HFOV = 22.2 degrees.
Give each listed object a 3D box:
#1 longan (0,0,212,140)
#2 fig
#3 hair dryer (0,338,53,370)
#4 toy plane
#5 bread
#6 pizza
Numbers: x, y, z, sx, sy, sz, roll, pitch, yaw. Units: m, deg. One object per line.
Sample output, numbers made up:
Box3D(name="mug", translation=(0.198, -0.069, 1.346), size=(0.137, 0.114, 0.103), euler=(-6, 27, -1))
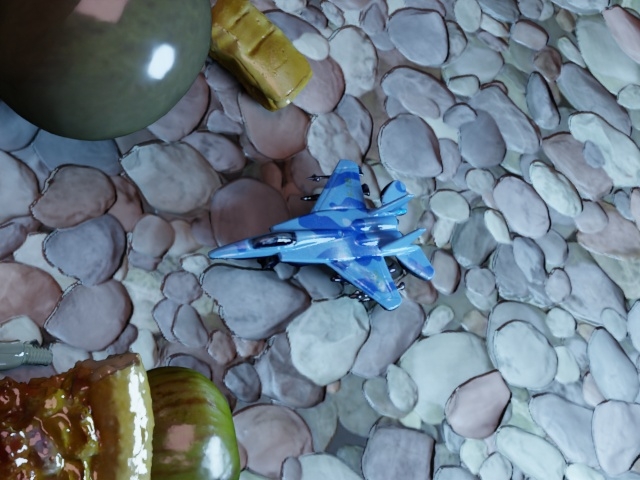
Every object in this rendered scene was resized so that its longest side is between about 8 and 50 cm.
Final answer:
Box3D(name="longan", translation=(-0.229, -0.215, 1.561), size=(0.248, 0.248, 0.248), euler=(10, 63, -20))
Box3D(name="fig", translation=(-0.196, 0.200, 1.427), size=(0.259, 0.151, 0.151), euler=(-12, 72, -25))
Box3D(name="hair dryer", translation=(-0.369, 0.136, 1.429), size=(0.225, 0.088, 0.219), euler=(35, 63, -25))
Box3D(name="toy plane", translation=(-0.003, 0.003, 1.648), size=(0.246, 0.078, 0.169), euler=(-11, 72, -22))
Box3D(name="bread", translation=(-0.070, -0.198, 1.722), size=(0.132, 0.053, 0.074), euler=(45, 57, -2))
Box3D(name="pizza", translation=(-0.294, 0.237, 1.322), size=(0.278, 0.114, 0.409), euler=(44, 77, -6))
